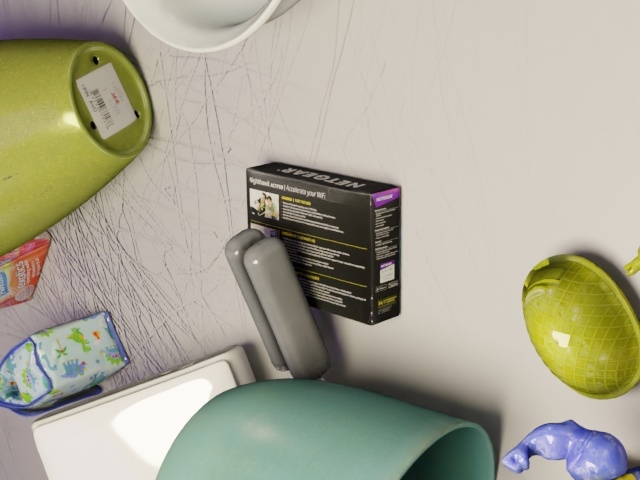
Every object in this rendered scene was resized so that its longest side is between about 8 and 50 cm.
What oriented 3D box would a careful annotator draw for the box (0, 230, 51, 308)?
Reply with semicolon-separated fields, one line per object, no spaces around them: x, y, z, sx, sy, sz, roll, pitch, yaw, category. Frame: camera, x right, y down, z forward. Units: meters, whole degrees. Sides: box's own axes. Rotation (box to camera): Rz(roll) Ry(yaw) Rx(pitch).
-0.499;-0.031;1.610;0.257;0.122;0.128;48;130;24;box

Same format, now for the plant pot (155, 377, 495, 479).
-0.013;0.258;1.065;0.235;0.293;0.293;21;116;30;plant pot

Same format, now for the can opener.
-0.035;0.121;1.179;0.074;0.093;0.280;21;135;50;can opener

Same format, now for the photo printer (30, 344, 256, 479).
-0.152;0.300;1.287;0.256;0.107;0.308;-20;91;6;photo printer

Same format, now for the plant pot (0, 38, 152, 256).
-0.352;-0.123;1.364;0.293;0.275;0.275;-13;93;31;plant pot

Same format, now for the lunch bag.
-0.343;0.168;1.510;0.151;0.129;0.096;-31;79;45;lunch bag

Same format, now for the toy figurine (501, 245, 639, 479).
0.231;0.187;0.861;0.191;0.217;0.363;-31;83;48;toy figurine

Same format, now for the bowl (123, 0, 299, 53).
-0.076;-0.328;1.089;0.298;0.134;0.298;15;111;42;bowl

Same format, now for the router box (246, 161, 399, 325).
0.000;0.000;1.174;0.179;0.046;0.133;15;112;42;router box
